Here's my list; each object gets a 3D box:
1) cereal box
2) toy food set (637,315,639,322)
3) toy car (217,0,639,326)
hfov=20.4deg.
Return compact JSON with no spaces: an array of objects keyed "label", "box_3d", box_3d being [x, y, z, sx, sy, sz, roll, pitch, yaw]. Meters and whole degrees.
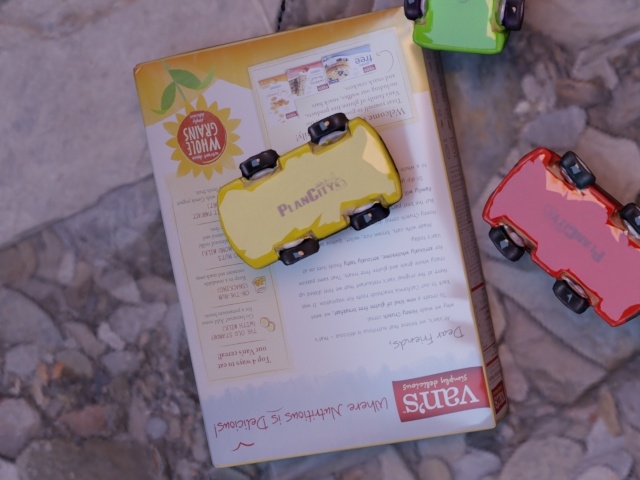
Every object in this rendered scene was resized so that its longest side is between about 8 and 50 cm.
[{"label":"cereal box","box_3d":[0.000,0.000,1.008,0.173,0.047,0.240,-10,94,18]},{"label":"toy food set","box_3d":[0.323,0.039,0.867,0.306,0.092,0.219,-30,87,27]},{"label":"toy car","box_3d":[0.074,-0.082,0.927,0.239,0.053,0.225,8,97,11]}]
